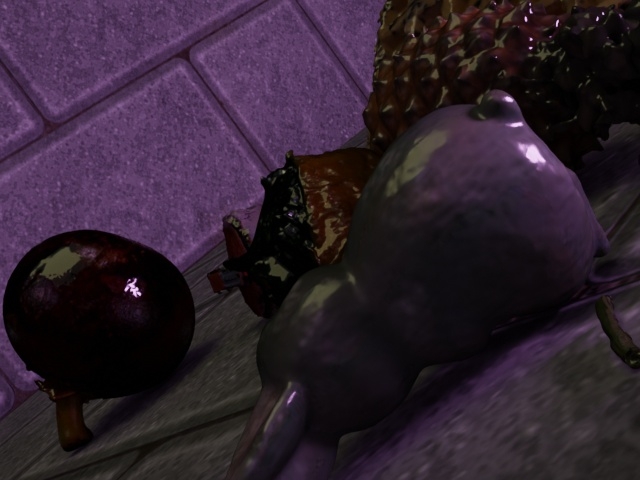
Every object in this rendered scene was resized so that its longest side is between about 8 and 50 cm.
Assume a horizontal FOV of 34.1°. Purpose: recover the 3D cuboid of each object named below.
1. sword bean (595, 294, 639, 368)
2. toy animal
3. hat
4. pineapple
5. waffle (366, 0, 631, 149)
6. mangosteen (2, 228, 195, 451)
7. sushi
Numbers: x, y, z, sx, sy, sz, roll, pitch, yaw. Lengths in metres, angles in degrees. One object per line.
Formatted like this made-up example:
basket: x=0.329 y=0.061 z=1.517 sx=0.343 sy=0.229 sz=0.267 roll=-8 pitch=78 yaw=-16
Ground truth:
sword bean: x=0.133 y=0.041 z=0.468 sx=0.012 sy=0.012 sz=0.083 roll=-35 pitch=8 yaw=13
toy animal: x=0.027 y=0.038 z=0.559 sx=0.251 sy=0.127 sz=0.125 roll=-41 pitch=10 yaw=-11
hat: x=-0.007 y=0.006 z=1.160 sx=0.227 sy=0.129 sz=0.140 roll=-20 pitch=-21 yaw=-15
pineapple: x=0.163 y=-0.114 z=0.746 sx=0.175 sy=0.175 sz=0.361 roll=-39 pitch=6 yaw=-23
waffle: x=0.199 y=-0.214 z=1.048 sx=0.376 sy=0.114 sz=0.261 roll=-31 pitch=45 yaw=47
mangosteen: x=-0.278 y=0.122 z=1.256 sx=0.235 sy=0.235 sz=0.261 roll=-24 pitch=48 yaw=62
sushi: x=0.001 y=0.000 z=0.833 sx=0.140 sy=0.149 sz=0.287 roll=-42 pitch=13 yaw=-15
